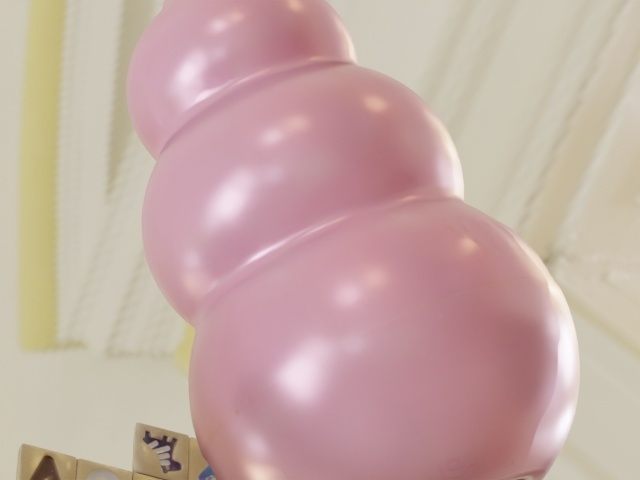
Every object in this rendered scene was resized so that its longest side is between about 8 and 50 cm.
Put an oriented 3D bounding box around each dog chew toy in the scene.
[{"bbox_3d":[0.000,0.000,1.064,0.207,0.331,0.206,-23,-18,-8],"label":"dog chew toy"}]

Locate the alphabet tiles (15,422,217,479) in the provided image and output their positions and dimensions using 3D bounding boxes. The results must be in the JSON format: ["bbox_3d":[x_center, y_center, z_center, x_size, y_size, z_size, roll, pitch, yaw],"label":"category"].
[{"bbox_3d":[-0.089,0.210,1.288,0.237,0.198,0.009,18,-43,-21],"label":"alphabet tiles"}]
